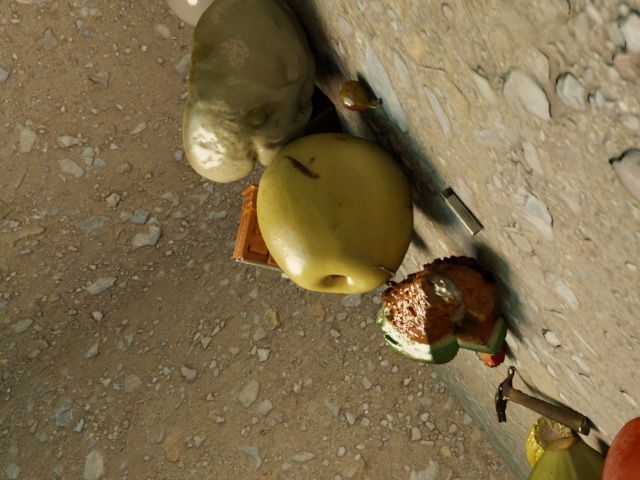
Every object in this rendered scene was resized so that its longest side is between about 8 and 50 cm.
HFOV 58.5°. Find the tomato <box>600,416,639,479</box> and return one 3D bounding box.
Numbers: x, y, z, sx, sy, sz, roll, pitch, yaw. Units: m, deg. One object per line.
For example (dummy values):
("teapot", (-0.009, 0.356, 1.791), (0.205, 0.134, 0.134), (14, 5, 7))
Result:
("tomato", (0.456, 0.387, 0.675), (0.338, 0.144, 0.338), (53, 176, 5))

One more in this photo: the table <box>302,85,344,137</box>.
("table", (-0.071, -0.259, 1.427), (0.250, 0.196, 0.282), (52, 176, 32))

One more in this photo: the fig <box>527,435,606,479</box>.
("fig", (0.464, 0.478, 1.019), (0.207, 0.207, 0.230), (60, -166, -57))

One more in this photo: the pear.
("pear", (0.029, -0.044, 1.074), (0.309, 0.309, 0.309), (55, 177, 4))

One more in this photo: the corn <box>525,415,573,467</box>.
("corn", (0.489, 0.444, 1.224), (0.093, 0.093, 0.244), (53, 176, 38))

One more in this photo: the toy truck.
("toy truck", (0.000, 0.000, 1.317), (0.388, 0.206, 0.173), (13, 174, -15))

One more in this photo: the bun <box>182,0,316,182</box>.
("bun", (-0.124, -0.278, 1.099), (0.219, 0.365, 0.365), (13, 172, 4))

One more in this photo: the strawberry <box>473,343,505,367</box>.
("strawberry", (0.362, 0.217, 1.230), (0.152, 0.048, 0.104), (83, 164, -51))

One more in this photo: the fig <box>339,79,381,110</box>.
("fig", (0.069, -0.237, 0.952), (0.083, 0.050, 0.050), (29, 162, 35))

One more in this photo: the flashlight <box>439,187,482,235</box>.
("flashlight", (0.216, -0.045, 0.884), (0.083, 0.018, 0.018), (55, 179, 17))

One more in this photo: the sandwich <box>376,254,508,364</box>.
("sandwich", (0.212, 0.140, 1.022), (0.250, 0.162, 0.301), (14, 154, 15))

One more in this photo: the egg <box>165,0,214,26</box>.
("egg", (-0.259, -0.565, 1.237), (0.176, 0.176, 0.232), (55, 168, 5))

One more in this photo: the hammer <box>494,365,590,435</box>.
("hammer", (0.432, 0.329, 1.132), (0.027, 0.125, 0.297), (21, 173, -10))
